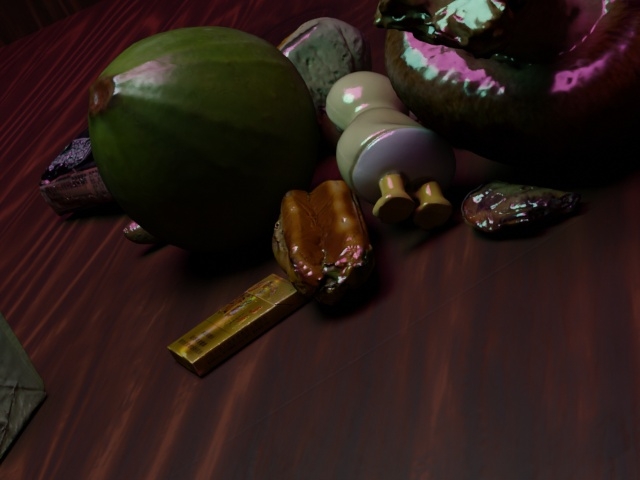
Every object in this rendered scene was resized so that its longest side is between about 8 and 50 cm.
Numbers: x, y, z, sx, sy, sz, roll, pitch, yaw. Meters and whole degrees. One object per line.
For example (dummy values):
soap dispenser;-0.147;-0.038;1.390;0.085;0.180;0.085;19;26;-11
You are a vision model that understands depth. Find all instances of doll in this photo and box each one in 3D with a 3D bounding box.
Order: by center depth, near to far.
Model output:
doll;0.076;-0.116;1.693;0.141;0.117;0.296;4;26;-18

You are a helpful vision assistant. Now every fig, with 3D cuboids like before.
fig;-0.164;-0.139;1.796;0.316;0.316;0.316;-24;22;10

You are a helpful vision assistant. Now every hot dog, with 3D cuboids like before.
hot dog;0.000;0.000;1.628;0.115;0.072;0.269;-7;23;1

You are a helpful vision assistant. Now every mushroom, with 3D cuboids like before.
mushroom;0.213;-0.246;1.555;0.331;0.356;0.334;11;55;50

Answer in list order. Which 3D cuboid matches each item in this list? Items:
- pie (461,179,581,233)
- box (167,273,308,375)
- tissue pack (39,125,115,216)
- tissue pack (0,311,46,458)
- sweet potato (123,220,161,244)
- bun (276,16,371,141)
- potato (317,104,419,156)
pie;0.206;-0.038;1.531;0.092;0.034;0.170;-35;23;-26
box;-0.095;0.094;1.615;0.156;0.022;0.089;-34;23;-15
tissue pack;-0.283;-0.146;2.263;0.332;0.123;0.245;-9;34;47
tissue pack;-0.507;0.178;1.688;0.275;0.200;0.167;-18;22;26
sweet potato;-0.177;-0.046;2.004;0.214;0.050;0.050;-24;21;-5
bun;-0.030;-0.209;2.032;0.244;0.153;0.244;-44;4;4
potato;0.080;-0.131;1.865;0.172;0.089;0.100;-11;31;-40
